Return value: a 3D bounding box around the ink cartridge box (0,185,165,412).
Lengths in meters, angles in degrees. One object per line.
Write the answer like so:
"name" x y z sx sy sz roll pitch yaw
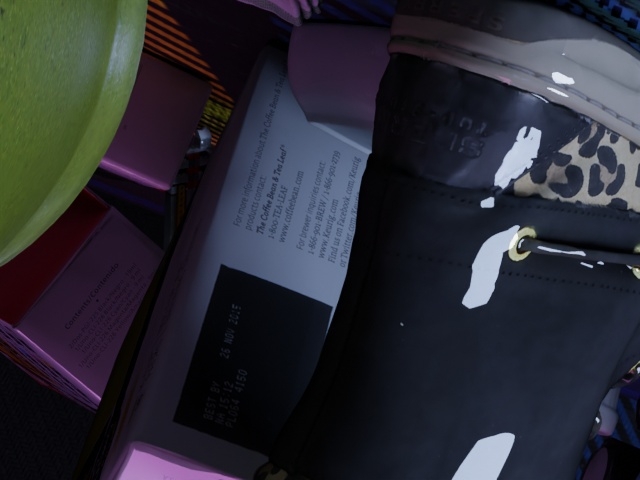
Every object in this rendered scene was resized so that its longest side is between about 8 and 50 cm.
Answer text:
"ink cartridge box" -0.238 0.035 1.456 0.272 0.130 0.309 45 165 -29

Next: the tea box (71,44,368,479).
"tea box" -0.026 0.123 1.061 0.220 0.329 0.323 23 136 -8

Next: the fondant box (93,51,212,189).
"fondant box" -0.262 -0.136 1.387 0.238 0.096 0.330 24 174 -25

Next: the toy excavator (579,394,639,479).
"toy excavator" 0.439 0.270 1.656 0.222 0.433 0.445 23 -151 -5

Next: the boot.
"boot" 0.116 0.070 0.808 0.138 0.284 0.377 18 173 39

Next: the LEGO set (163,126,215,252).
"LEGO set" 0.000 0.000 1.543 0.255 0.192 0.331 -7 -155 -26

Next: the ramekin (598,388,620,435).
"ramekin" 0.199 0.099 1.769 0.273 0.127 0.273 21 175 2

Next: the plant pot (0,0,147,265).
"plant pot" -0.211 -0.083 0.461 0.366 0.366 0.353 21 -173 12

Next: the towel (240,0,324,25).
"towel" -0.063 -0.145 0.787 0.113 0.023 0.152 20 175 13

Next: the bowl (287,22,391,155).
"bowl" 0.056 -0.070 0.938 0.142 0.053 0.142 27 173 -34
